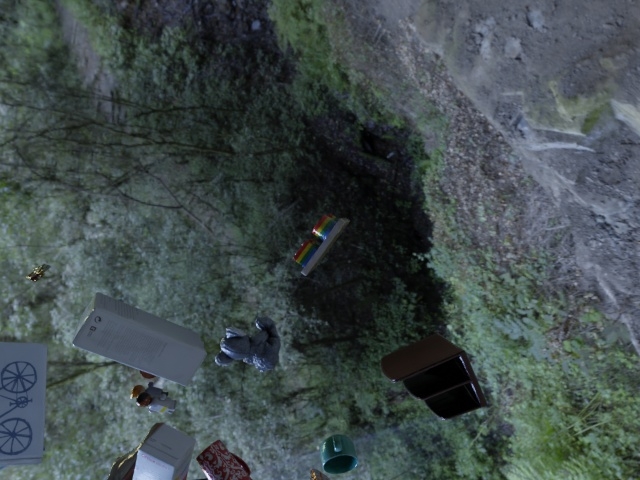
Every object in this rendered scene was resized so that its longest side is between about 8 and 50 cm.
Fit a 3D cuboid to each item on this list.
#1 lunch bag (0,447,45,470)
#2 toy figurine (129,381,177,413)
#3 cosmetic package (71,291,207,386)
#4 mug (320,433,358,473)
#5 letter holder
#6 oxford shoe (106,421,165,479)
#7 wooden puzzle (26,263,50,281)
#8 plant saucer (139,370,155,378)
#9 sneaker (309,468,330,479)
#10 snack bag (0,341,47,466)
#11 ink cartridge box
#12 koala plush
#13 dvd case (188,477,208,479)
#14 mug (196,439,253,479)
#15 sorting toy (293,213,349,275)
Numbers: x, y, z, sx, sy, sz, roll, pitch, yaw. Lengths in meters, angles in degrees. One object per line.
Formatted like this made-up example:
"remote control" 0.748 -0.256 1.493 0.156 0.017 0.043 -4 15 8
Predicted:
"lunch bag" -1.112 0.602 1.464 0.238 0.328 0.385 53 149 24
"toy figurine" -0.580 0.498 1.657 0.213 0.148 0.209 0 65 61
"cosmetic package" -0.353 0.195 0.917 0.085 0.231 0.117 -59 25 -3
"mug" 0.070 0.757 1.676 0.157 0.130 0.097 -59 24 28
"letter holder" 0.298 0.392 1.317 0.302 0.215 0.151 66 -178 -87
"oxford shoe" -0.759 0.880 1.863 0.130 0.348 0.122 18 140 17
"wooden puzzle" -0.672 0.075 1.105 0.083 0.049 0.006 6 137 42
"plant saucer" -0.700 0.527 1.909 0.013 0.084 0.083 125 136 -65
"sneaker" 0.002 0.821 1.472 0.083 0.084 0.215 -50 29 6
"snack bag" -0.855 0.393 1.129 0.037 0.343 0.322 -41 52 30
"ink cartridge box" -0.483 0.691 1.432 0.128 0.127 0.176 22 111 10
"koala plush" -0.287 0.410 1.808 0.196 0.222 0.203 -63 35 15
"dvd case" -0.404 0.929 1.638 0.180 0.253 0.022 -116 34 -53
"mug" -0.306 0.734 1.477 0.169 0.113 0.150 46 165 17
"sorting toy" 0.000 0.000 1.859 0.089 0.257 0.255 37 97 5
